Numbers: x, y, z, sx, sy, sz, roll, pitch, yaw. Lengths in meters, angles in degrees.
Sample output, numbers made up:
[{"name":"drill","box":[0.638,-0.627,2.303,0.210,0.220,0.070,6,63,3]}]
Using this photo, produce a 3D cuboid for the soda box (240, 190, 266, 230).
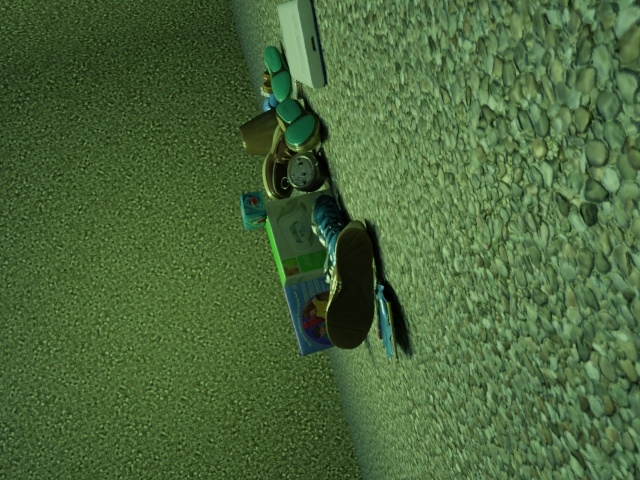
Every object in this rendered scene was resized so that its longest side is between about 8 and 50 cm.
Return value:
[{"name":"soda box","box":[-0.217,-0.092,1.578,0.210,0.067,0.071,124,133,-76]}]

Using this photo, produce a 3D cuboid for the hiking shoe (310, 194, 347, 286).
[{"name":"hiking shoe","box":[0.059,-0.016,1.428,0.132,0.113,0.304,-48,50,50]}]

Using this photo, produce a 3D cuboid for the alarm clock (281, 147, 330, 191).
[{"name":"alarm clock","box":[-0.061,-0.215,1.593,0.064,0.192,0.129,-6,-103,-51]}]

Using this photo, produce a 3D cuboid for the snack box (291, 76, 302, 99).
[{"name":"snack box","box":[-0.084,-0.553,1.606,0.178,0.022,0.064,83,170,-52]}]

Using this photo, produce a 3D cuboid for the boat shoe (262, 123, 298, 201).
[{"name":"boat shoe","box":[-0.111,-0.297,1.719,0.123,0.123,0.341,-27,45,51]}]

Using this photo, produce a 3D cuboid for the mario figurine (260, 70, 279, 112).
[{"name":"mario figurine","box":[-0.228,-0.549,2.103,0.170,0.198,0.320,26,142,20]}]

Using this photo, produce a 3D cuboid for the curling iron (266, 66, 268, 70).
[{"name":"curling iron","box":[-0.206,-0.743,2.123,0.274,0.035,0.068,-124,22,-73]}]

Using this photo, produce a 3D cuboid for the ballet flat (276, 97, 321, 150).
[{"name":"ballet flat","box":[-0.056,-0.345,1.547,0.348,0.123,0.123,-115,12,-53]}]

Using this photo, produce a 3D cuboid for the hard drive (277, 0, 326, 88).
[{"name":"hard drive","box":[-0.055,-0.535,1.330,0.318,0.040,0.210,-120,16,-64]}]

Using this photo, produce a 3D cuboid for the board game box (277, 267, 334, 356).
[{"name":"board game box","box":[-0.001,0.198,1.713,0.078,0.233,0.347,168,88,-83]}]

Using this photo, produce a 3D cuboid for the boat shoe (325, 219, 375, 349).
[{"name":"boat shoe","box":[0.085,0.118,1.260,0.110,0.122,0.341,-70,-12,-68]}]

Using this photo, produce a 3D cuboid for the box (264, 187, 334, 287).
[{"name":"box","box":[-0.044,-0.008,1.600,0.127,0.231,0.261,111,144,-71]}]

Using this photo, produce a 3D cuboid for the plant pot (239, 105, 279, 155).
[{"name":"plant pot","box":[-0.200,-0.425,1.958,0.215,0.231,0.215,165,90,-83]}]

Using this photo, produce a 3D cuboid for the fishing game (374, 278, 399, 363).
[{"name":"fishing game","box":[0.163,0.187,1.193,0.264,0.041,0.189,96,166,-87]}]

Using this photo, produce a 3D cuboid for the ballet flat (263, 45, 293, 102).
[{"name":"ballet flat","box":[-0.142,-0.603,1.813,0.087,0.083,0.247,28,-138,-65]}]
